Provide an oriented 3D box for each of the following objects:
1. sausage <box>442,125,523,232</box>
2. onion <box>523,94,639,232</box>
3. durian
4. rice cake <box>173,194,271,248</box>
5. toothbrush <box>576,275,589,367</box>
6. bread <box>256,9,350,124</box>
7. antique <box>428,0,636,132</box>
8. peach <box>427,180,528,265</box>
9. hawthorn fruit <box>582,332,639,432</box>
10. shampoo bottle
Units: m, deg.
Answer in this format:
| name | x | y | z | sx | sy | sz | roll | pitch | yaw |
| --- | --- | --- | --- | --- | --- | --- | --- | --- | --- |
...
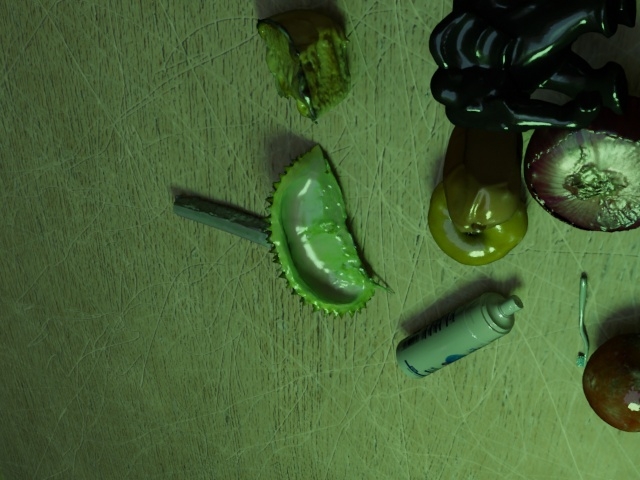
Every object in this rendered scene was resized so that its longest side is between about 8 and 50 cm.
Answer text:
| name | x | y | z | sx | sy | sz | roll | pitch | yaw |
| --- | --- | --- | --- | --- | --- | --- | --- | --- | --- |
| sausage | 0.257 | -0.117 | 1.251 | 0.120 | 0.241 | 0.136 | 10 | 143 | 2 |
| onion | 0.428 | -0.120 | 1.182 | 0.248 | 0.161 | 0.248 | 26 | 140 | 24 |
| durian | -0.006 | 0.006 | 1.571 | 0.170 | 0.157 | 0.355 | -18 | 109 | 23 |
| rice cake | -0.214 | -0.044 | 1.744 | 0.270 | 0.049 | 0.055 | 19 | 143 | 21 |
| toothbrush | 0.478 | 0.150 | 1.431 | 0.022 | 0.017 | 0.204 | -2 | 121 | 13 |
| bread | -0.012 | -0.314 | 1.365 | 0.251 | 0.133 | 0.174 | -128 | 22 | -66 |
| antique | 0.291 | -0.292 | 1.097 | 0.255 | 0.322 | 0.185 | -1 | 159 | 30 |
| peach | 0.272 | -0.040 | 1.380 | 0.179 | 0.103 | 0.179 | 18 | 126 | 26 |
| hawthorn fruit | 0.538 | 0.248 | 1.356 | 0.173 | 0.173 | 0.172 | 18 | 128 | 24 |
| shampoo bottle | 0.275 | 0.179 | 1.537 | 0.092 | 0.092 | 0.303 | 49 | 133 | -4 |
